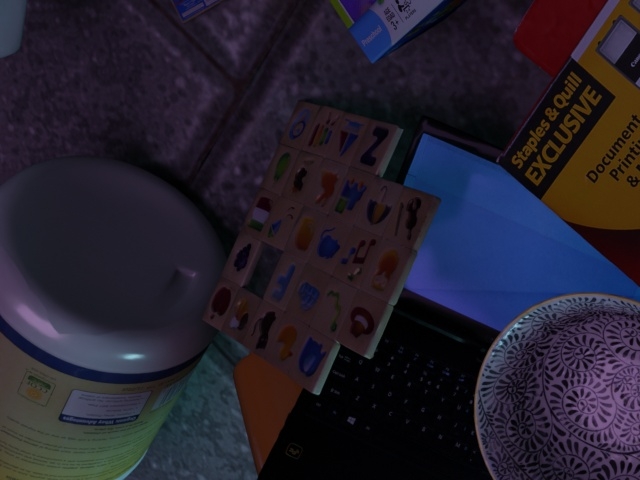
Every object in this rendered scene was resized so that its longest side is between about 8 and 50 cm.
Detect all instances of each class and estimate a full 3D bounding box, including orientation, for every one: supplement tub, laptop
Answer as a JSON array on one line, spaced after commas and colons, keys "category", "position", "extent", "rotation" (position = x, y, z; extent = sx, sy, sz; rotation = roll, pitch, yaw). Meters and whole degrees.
[{"category": "supplement tub", "position": [-0.237, 0.102, 1.196], "extent": [0.228, 0.228, 0.316], "rotation": [43, 132, 12]}, {"category": "laptop", "position": [0.116, 0.091, 0.914], "extent": [0.234, 0.264, 0.136], "rotation": [24, 156, 9]}]

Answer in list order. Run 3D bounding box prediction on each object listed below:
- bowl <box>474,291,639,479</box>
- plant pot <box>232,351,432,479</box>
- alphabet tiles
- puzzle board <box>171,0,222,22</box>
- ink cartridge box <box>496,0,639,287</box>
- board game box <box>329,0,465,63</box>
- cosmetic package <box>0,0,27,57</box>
[{"category": "bowl", "position": [0.193, 0.111, 0.844], "extent": [0.170, 0.080, 0.170], "rotation": [5, 99, 29]}, {"category": "plant pot", "position": [0.024, 0.162, 1.059], "extent": [0.205, 0.205, 0.188], "rotation": [-45, 67, 43]}, {"category": "alphabet tiles", "position": [0.000, 0.000, 0.963], "extent": [0.237, 0.009, 0.198], "rotation": [24, 90, 59]}, {"category": "puzzle board", "position": [-0.092, -0.243, 1.052], "extent": [0.128, 0.011, 0.096], "rotation": [-20, 100, 43]}, {"category": "ink cartridge box", "position": [0.252, -0.127, 0.758], "extent": [0.272, 0.130, 0.309], "rotation": [43, 132, 14]}, {"category": "board game box", "position": [0.066, -0.283, 0.785], "extent": [0.233, 0.078, 0.347], "rotation": [56, 152, 0]}, {"category": "cosmetic package", "position": [-0.453, -0.354, 1.015], "extent": [0.394, 0.329, 0.327], "rotation": [44, 134, 30]}]
